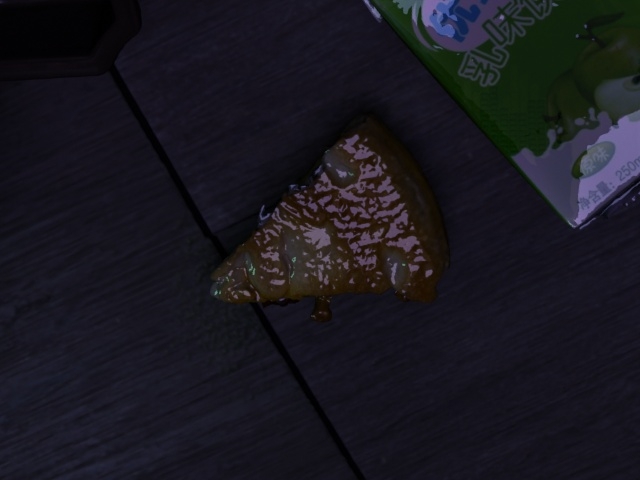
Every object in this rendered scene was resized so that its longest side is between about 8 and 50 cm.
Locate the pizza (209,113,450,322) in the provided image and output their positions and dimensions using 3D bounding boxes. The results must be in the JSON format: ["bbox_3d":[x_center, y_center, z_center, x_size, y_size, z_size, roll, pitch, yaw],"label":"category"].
[{"bbox_3d":[0.000,-0.002,1.477,0.194,0.069,0.154,-24,112,15],"label":"pizza"}]

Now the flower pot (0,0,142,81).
[{"bbox_3d":[-0.216,-0.237,1.318,0.179,0.084,0.251,-1,125,15],"label":"flower pot"}]

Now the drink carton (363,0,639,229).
[{"bbox_3d":[0.155,-0.154,1.395,0.161,0.108,0.271,-39,108,11],"label":"drink carton"}]
